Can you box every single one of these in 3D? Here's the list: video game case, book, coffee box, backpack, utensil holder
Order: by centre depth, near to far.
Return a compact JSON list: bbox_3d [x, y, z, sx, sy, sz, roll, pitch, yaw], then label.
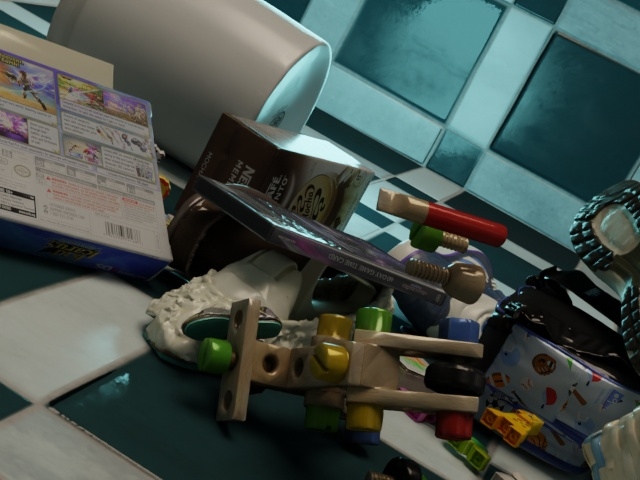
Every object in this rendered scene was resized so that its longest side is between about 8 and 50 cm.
[{"bbox_3d":[-0.314,-0.093,1.426,0.269,0.061,0.244,17,50,-39],"label":"video game case"},{"bbox_3d":[0.000,0.000,1.453,0.274,0.026,0.196,22,6,-36],"label":"video game case"},{"bbox_3d":[0.337,0.186,1.588,0.263,0.213,0.276,25,20,17],"label":"backpack"},{"bbox_3d":[0.107,0.162,1.612,0.096,0.035,0.144,23,13,-35],"label":"book"},{"bbox_3d":[-0.063,-0.075,1.829,0.119,0.168,0.297,35,14,27],"label":"coffee box"},{"bbox_3d":[-0.222,-0.303,2.074,0.385,0.327,0.327,33,14,10],"label":"utensil holder"}]

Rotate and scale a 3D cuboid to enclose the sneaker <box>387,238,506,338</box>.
[{"bbox_3d":[0.239,0.116,1.868,0.236,0.130,0.323,46,16,27],"label":"sneaker"}]

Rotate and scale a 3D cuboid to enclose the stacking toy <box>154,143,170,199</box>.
[{"bbox_3d":[-0.330,-0.133,1.795,0.221,0.052,0.167,23,14,-16],"label":"stacking toy"}]

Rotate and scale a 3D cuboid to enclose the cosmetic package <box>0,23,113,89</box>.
[{"bbox_3d":[-0.437,-0.196,1.542,0.309,0.160,0.113,17,61,-38],"label":"cosmetic package"}]

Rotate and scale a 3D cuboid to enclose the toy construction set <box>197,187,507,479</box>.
[{"bbox_3d":[0.022,0.093,1.182,0.237,0.309,0.257,17,8,-20],"label":"toy construction set"}]

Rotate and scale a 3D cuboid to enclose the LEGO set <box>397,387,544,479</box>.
[{"bbox_3d":[0.207,0.225,1.449,0.093,0.087,0.227,12,22,-48],"label":"LEGO set"}]

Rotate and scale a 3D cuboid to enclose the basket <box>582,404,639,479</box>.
[{"bbox_3d":[0.440,0.255,1.271,0.201,0.289,0.255,8,66,-39],"label":"basket"}]

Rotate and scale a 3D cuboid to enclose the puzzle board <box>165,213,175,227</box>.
[{"bbox_3d":[-0.181,-0.005,1.700,0.128,0.011,0.096,27,14,-4],"label":"puzzle board"}]

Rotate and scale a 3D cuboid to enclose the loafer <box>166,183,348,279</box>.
[{"bbox_3d":[-0.052,0.022,1.587,0.366,0.134,0.130,11,21,-49],"label":"loafer"}]

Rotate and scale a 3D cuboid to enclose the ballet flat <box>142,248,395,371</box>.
[{"bbox_3d":[-0.044,0.072,1.431,0.147,0.147,0.409,36,17,32],"label":"ballet flat"}]

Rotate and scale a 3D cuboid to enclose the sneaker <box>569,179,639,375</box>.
[{"bbox_3d":[0.474,0.088,1.552,0.182,0.158,0.410,36,25,-31],"label":"sneaker"}]

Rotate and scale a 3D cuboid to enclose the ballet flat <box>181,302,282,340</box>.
[{"bbox_3d":[-0.097,0.085,1.268,0.114,0.041,0.041,3,25,-29],"label":"ballet flat"}]
